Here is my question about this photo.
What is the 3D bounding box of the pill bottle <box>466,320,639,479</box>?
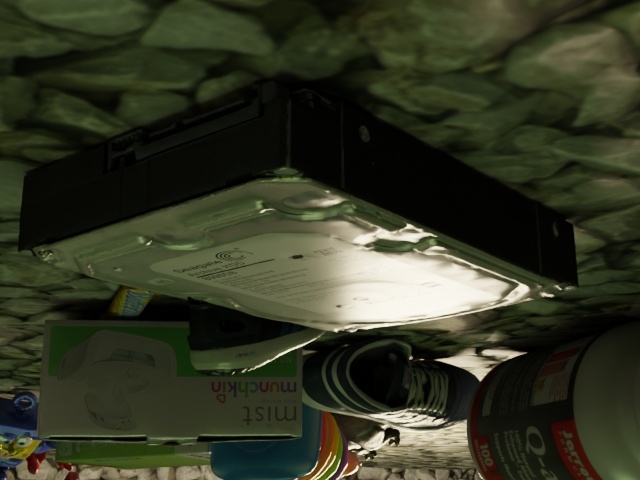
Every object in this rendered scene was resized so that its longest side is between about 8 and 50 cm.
[{"bbox_3d":[0.343,0.209,1.125,0.210,0.210,0.363,6,162,-20],"label":"pill bottle"}]

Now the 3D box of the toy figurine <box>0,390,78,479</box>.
[{"bbox_3d":[-0.557,0.305,1.631,0.363,0.191,0.217,17,126,-28],"label":"toy figurine"}]

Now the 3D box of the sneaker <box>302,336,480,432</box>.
[{"bbox_3d":[0.119,0.186,1.234,0.282,0.099,0.153,10,162,-24],"label":"sneaker"}]

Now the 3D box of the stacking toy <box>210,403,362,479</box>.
[{"bbox_3d":[-0.021,0.313,1.461,0.175,0.165,0.302,-9,152,25],"label":"stacking toy"}]

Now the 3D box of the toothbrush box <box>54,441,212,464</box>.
[{"bbox_3d":[-0.245,0.295,1.542,0.283,0.122,0.206,-8,162,24],"label":"toothbrush box"}]

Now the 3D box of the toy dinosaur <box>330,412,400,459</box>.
[{"bbox_3d":[0.062,0.306,1.597,0.314,0.121,0.160,-12,166,41],"label":"toy dinosaur"}]

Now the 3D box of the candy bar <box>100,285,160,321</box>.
[{"bbox_3d":[-0.184,0.059,0.940,0.040,0.018,0.161,5,163,-19],"label":"candy bar"}]

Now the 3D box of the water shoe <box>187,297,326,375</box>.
[{"bbox_3d":[-0.047,0.057,0.857,0.073,0.080,0.203,-4,-172,23],"label":"water shoe"}]

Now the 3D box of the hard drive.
[{"bbox_3d":[0.000,0.000,0.675,0.237,0.064,0.339,-14,158,36],"label":"hard drive"}]

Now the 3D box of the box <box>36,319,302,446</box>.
[{"bbox_3d":[-0.163,0.163,1.063,0.262,0.126,0.231,2,168,-8],"label":"box"}]
